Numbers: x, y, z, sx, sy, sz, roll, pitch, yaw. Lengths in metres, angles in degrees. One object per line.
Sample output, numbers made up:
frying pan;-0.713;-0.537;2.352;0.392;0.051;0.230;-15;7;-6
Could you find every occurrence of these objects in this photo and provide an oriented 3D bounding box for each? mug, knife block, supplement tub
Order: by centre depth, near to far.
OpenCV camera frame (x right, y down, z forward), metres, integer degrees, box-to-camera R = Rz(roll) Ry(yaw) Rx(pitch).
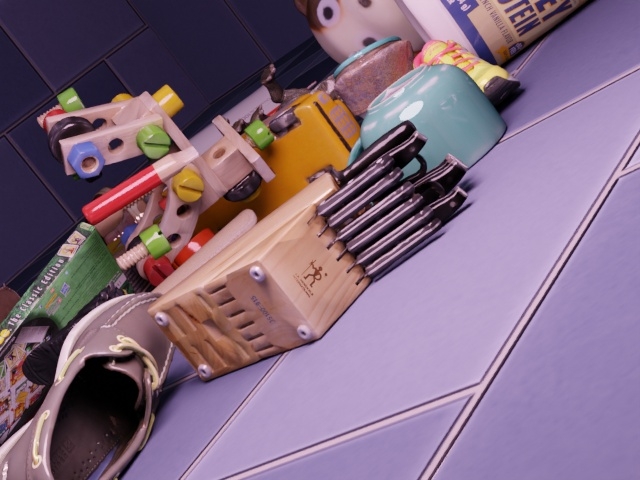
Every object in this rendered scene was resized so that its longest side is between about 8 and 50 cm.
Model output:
knife block;0.000;0.000;1.254;0.275;0.088;0.242;-26;15;49
mug;0.093;-0.106;1.364;0.157;0.097;0.129;-39;11;-9
supplement tub;0.233;-0.363;1.640;0.316;0.228;0.228;-37;11;6

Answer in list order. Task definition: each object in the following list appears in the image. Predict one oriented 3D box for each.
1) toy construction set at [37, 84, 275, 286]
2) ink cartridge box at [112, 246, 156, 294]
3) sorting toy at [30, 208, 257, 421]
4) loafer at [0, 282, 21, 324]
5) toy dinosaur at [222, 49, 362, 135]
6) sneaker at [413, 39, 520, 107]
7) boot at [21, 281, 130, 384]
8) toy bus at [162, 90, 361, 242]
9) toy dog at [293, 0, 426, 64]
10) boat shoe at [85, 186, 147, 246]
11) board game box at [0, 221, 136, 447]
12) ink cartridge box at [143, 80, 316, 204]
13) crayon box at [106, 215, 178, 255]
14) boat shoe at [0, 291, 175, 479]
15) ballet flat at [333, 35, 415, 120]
toy construction set;-0.171;-0.095;1.626;0.237;0.257;0.309;-32;14;-4
ink cartridge box;-0.312;0.108;1.813;0.234;0.088;0.193;-34;10;22
sorting toy;-0.210;0.090;1.568;0.307;0.041;0.229;-43;-2;-27
loafer;-0.552;0.181;2.169;0.130;0.134;0.366;-32;-3;-39
toy dinosaur;-0.046;-0.154;1.980;0.313;0.160;0.121;-44;31;41
sneaker;0.145;-0.176;1.504;0.081;0.094;0.208;-39;11;-7
boot;-0.267;0.101;1.520;0.121;0.045;0.099;-38;10;24
toy bus;-0.074;-0.095;1.843;0.332;0.108;0.130;-29;11;40
toy dog;0.147;-0.435;2.110;0.408;0.284;0.395;-43;11;-19
boat shoe;-0.389;-0.013;2.510;0.123;0.123;0.342;-40;17;-17
board game box;-0.316;0.117;1.578;0.030;0.136;0.260;18;60;31
ink cartridge box;-0.180;-0.170;2.382;0.308;0.091;0.385;-38;0;-15
crayon box;-0.309;0.063;2.012;0.318;0.081;0.202;-33;11;22
boat shoe;-0.193;0.143;1.237;0.091;0.109;0.305;-29;19;36
ballet flat;0.081;-0.180;1.668;0.107;0.106;0.316;-32;2;6
